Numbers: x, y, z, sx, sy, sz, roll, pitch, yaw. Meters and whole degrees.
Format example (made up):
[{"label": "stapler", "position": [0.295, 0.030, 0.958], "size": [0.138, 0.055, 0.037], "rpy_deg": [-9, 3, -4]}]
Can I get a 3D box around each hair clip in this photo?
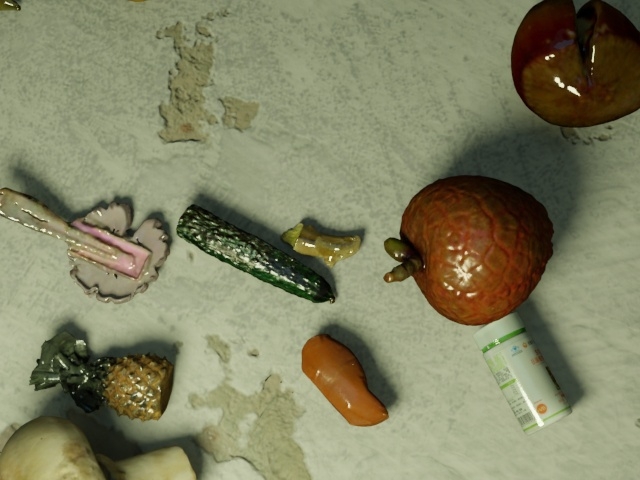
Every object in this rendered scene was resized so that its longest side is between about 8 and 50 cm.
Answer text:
[{"label": "hair clip", "position": [-0.407, -0.007, 1.806], "size": [0.300, 0.069, 0.173], "rpy_deg": [26, 80, -2]}]

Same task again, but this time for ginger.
[{"label": "ginger", "position": [-0.002, 0.006, 1.804], "size": [0.137, 0.044, 0.057], "rpy_deg": [13, 59, 4]}]

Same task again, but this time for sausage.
[{"label": "sausage", "position": [0.036, 0.232, 1.724], "size": [0.089, 0.089, 0.179], "rpy_deg": [-38, 72, -7]}]

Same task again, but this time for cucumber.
[{"label": "cucumber", "position": [-0.104, 0.030, 1.790], "size": [0.293, 0.067, 0.067], "rpy_deg": [27, 79, 8]}]

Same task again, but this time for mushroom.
[{"label": "mushroom", "position": [-0.334, 0.387, 1.620], "size": [0.290, 0.292, 0.293], "rpy_deg": [-16, 75, -19]}]

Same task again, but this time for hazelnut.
[{"label": "hazelnut", "position": [0.441, -0.298, 1.793], "size": [0.251, 0.217, 0.217], "rpy_deg": [14, 77, -4]}]

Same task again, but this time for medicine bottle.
[{"label": "medicine bottle", "position": [0.324, 0.214, 1.716], "size": [0.086, 0.086, 0.183], "rpy_deg": [-26, 77, -4]}]

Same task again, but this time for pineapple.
[{"label": "pineapple", "position": [-0.358, 0.223, 1.736], "size": [0.237, 0.119, 0.111], "rpy_deg": [9, 121, 9]}]

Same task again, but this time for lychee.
[{"label": "lychee", "position": [0.231, 0.016, 1.692], "size": [0.300, 0.255, 0.255], "rpy_deg": [-23, 76, -8]}]

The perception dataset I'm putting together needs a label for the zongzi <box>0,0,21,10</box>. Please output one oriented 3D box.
[{"label": "zongzi", "position": [-0.637, -0.489, 1.937], "size": [0.176, 0.078, 0.160], "rpy_deg": [-4, 75, -9]}]
